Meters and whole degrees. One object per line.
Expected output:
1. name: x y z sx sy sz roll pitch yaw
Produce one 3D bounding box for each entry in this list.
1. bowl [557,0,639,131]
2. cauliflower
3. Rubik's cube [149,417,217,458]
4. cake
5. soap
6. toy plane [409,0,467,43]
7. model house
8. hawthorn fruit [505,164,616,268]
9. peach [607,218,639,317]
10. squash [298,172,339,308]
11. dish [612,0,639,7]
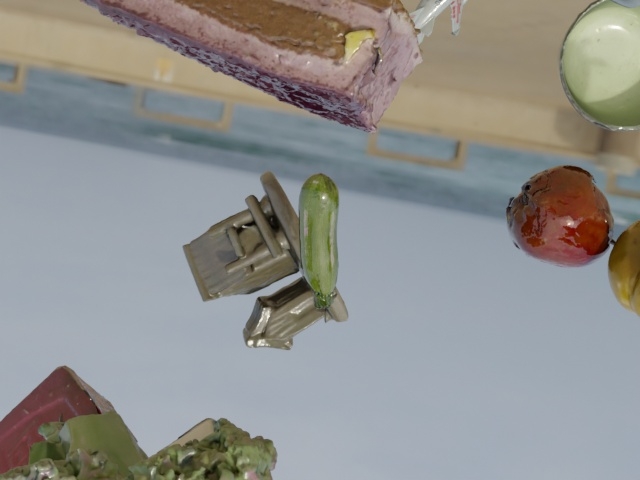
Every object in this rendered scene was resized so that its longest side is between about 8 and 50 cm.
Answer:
1. bowl: 0.450 -0.272 2.132 0.211 0.211 0.112 10 -173 -8
2. cauliflower: -0.170 0.227 1.160 0.256 0.239 0.315 1 -141 -30
3. Rubik's cube: -0.156 0.468 1.824 0.290 0.291 0.291 50 -170 -31
4. cake: -0.055 -0.195 1.167 0.295 0.116 0.113 23 169 0
5. soap: -0.333 0.291 1.654 0.162 0.250 0.099 42 175 41
6. toy plane: 0.182 -0.367 2.040 0.065 0.171 0.162 35 180 33
7. model house: -0.080 0.041 1.923 0.188 0.229 0.122 -28 -179 14
8. hawthorn fruit: 0.347 -0.025 1.959 0.172 0.148 0.148 31 178 -12
9. peach: 0.468 0.034 1.885 0.103 0.179 0.179 50 160 -30
10. squash: 0.000 0.000 1.690 0.052 0.183 0.052 -3 -149 2
11. dish: 0.301 -0.317 1.372 0.182 0.080 0.243 40 149 -8
